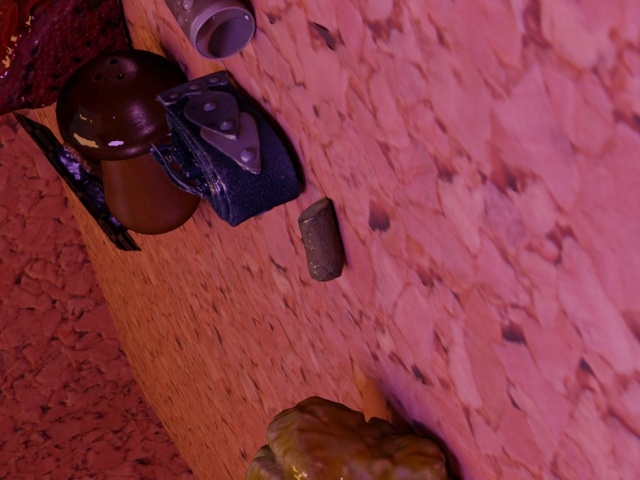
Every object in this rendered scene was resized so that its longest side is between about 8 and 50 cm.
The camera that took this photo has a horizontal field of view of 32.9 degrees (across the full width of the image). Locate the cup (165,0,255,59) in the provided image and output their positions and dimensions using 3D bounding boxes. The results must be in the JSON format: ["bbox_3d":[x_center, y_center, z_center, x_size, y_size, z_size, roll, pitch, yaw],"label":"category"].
[{"bbox_3d":[-0.126,-0.265,1.181,0.099,0.074,0.102,55,160,31],"label":"cup"}]

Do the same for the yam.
[{"bbox_3d":[0.000,0.000,1.215,0.043,0.043,0.094,39,149,56],"label":"yam"}]

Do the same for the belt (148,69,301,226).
[{"bbox_3d":[-0.121,-0.098,1.297,0.218,0.128,0.122,48,156,48],"label":"belt"}]

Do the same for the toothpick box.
[{"bbox_3d":[-0.273,-0.146,1.607,0.192,0.192,0.294,55,165,32],"label":"toothpick box"}]

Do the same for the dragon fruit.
[{"bbox_3d":[-0.439,-0.304,1.757,0.240,0.330,0.302,42,158,4],"label":"dragon fruit"}]

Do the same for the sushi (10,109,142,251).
[{"bbox_3d":[-0.375,-0.103,1.763,0.279,0.043,0.192,53,-178,4],"label":"sushi"}]

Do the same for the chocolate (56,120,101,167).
[{"bbox_3d":[-0.390,-0.210,1.885,0.177,0.177,0.177,55,160,31],"label":"chocolate"}]

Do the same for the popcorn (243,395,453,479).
[{"bbox_3d":[0.042,0.312,1.239,0.276,0.276,0.225,18,94,67],"label":"popcorn"}]
